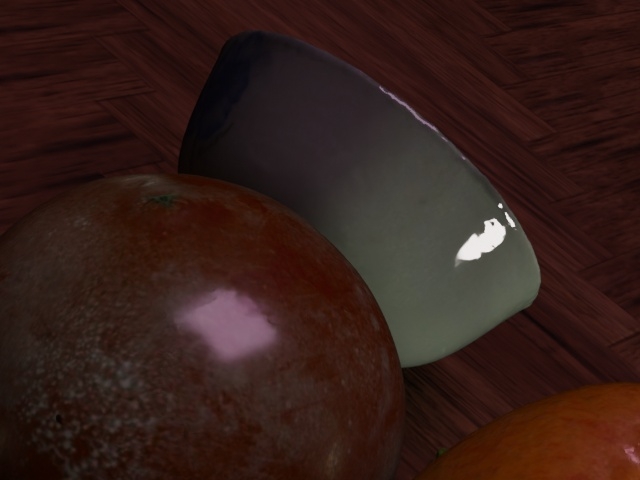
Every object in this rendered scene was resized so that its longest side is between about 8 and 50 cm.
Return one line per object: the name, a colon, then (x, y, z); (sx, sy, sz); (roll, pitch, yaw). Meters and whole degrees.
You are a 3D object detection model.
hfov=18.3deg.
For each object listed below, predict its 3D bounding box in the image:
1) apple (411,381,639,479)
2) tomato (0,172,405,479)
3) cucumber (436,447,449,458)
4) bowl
apple: (0.147, 0.229, 1.074); (0.299, 0.275, 0.299); (24, 32, -16)
tomato: (-0.085, 0.076, 1.119); (0.270, 0.223, 0.270); (3, 22, -1)
cucumber: (0.129, 0.196, 1.370); (0.039, 0.039, 0.168); (0, 35, -45)
bowl: (0.000, 0.000, 1.417); (0.289, 0.146, 0.289); (36, -17, 13)
